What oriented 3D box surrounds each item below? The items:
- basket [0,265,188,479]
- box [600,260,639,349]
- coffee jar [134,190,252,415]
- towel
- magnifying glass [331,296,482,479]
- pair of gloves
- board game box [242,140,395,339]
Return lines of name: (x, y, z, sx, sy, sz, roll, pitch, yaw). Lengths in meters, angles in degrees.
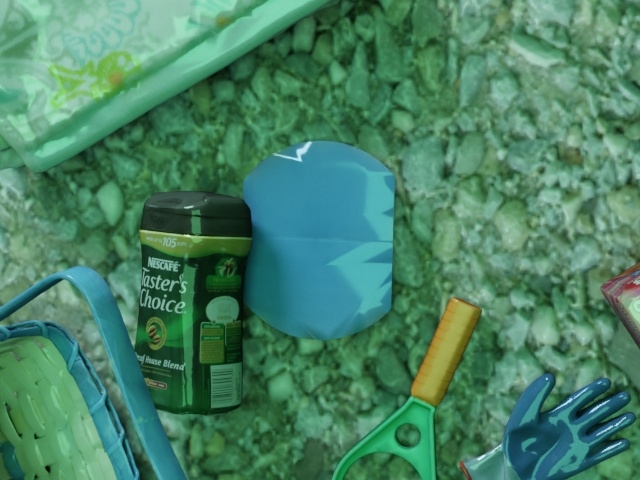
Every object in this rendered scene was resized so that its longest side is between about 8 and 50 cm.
basket: (-0.230, 0.172, 0.949, 0.289, 0.201, 0.254, -21, 90, 40)
box: (0.363, 0.126, 0.907, 0.154, 0.142, 0.300, -32, 87, 9)
coffee jar: (-0.109, 0.050, 0.996, 0.096, 0.079, 0.184, 5, 92, 46)
towel: (-0.181, -0.268, 0.974, 0.375, 0.090, 0.320, -28, 99, 8)
magnifying glass: (0.079, 0.158, 1.009, 0.092, 0.026, 0.230, 24, 94, 7)
pair of gloves: (0.214, 0.212, 0.993, 0.159, 0.023, 0.198, -30, 89, 6)
board game box: (0.000, 0.000, 1.012, 0.133, 0.033, 0.168, 2, 90, 15)
